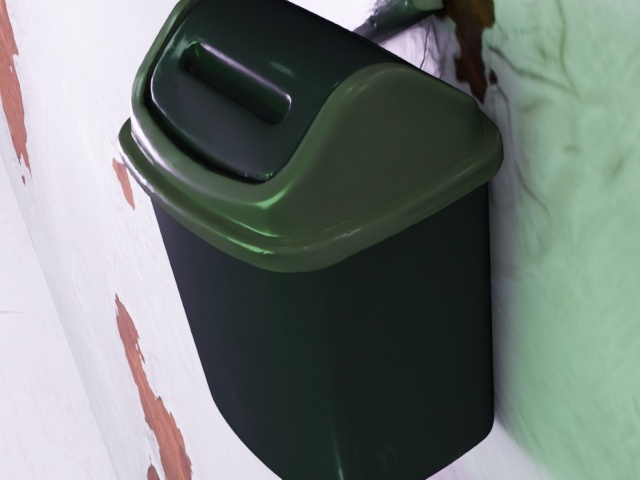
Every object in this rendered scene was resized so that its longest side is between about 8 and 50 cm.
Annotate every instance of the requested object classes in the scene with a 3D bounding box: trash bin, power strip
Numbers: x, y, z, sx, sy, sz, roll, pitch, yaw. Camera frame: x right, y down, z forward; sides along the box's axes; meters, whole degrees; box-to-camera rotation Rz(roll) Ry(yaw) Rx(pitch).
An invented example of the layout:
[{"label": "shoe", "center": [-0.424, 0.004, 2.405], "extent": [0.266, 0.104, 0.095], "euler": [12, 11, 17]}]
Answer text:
[{"label": "trash bin", "center": [0.000, 0.000, 0.881], "extent": [0.209, 0.182, 0.290], "euler": [34, 144, 45]}, {"label": "power strip", "center": [0.026, -0.153, 0.917], "extent": [0.253, 0.027, 0.060], "euler": [169, 86, -71]}]
